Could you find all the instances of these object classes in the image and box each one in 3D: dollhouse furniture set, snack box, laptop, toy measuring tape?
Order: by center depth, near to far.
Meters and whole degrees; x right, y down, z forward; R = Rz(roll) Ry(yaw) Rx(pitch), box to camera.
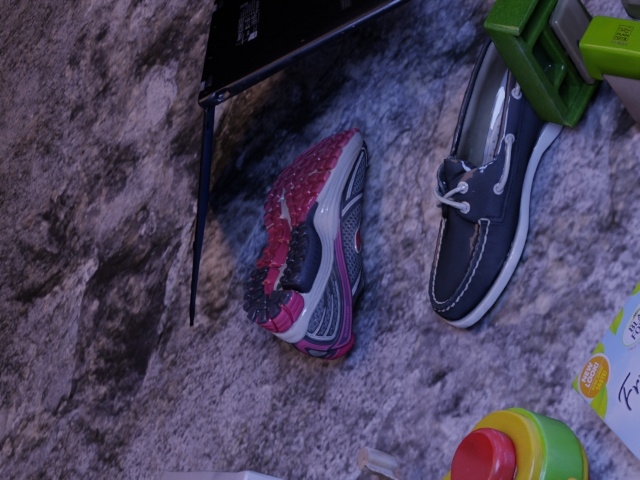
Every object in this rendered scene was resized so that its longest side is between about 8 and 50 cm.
[{"bbox_3d":[0.310,0.106,1.285,0.174,0.070,0.207,-60,29,14],"label":"snack box"},{"bbox_3d":[0.142,0.194,1.453,0.330,0.121,0.121,14,83,61],"label":"toy measuring tape"},{"bbox_3d":[0.317,-0.257,1.500,0.197,0.151,0.301,16,70,40],"label":"dollhouse furniture set"},{"bbox_3d":[-0.029,-0.160,1.931,0.408,0.236,0.382,-27,23,11],"label":"laptop"}]

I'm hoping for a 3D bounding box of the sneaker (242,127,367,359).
[{"bbox_3d":[0.000,0.000,1.816,0.121,0.112,0.299,-26,37,41],"label":"sneaker"}]

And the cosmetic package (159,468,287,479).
[{"bbox_3d":[-0.133,0.430,1.700,0.284,0.097,0.377,-14,59,65],"label":"cosmetic package"}]

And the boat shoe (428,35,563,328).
[{"bbox_3d":[0.158,-0.066,1.613,0.114,0.091,0.302,5,75,59],"label":"boat shoe"}]
